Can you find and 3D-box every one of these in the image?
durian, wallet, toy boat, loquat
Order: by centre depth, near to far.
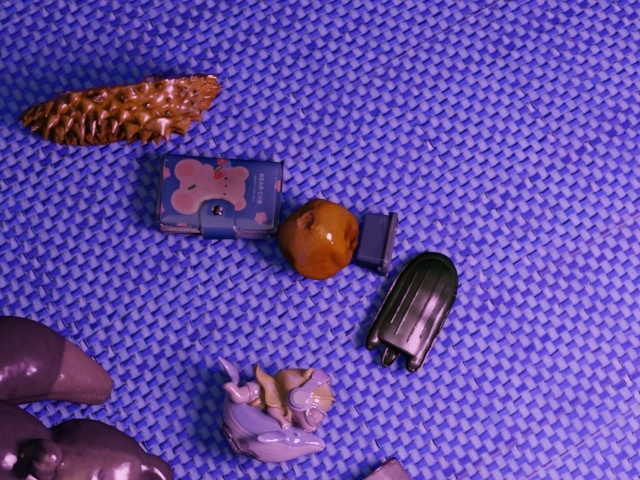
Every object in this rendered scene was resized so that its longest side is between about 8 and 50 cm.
[{"bbox_3d":[0.000,0.000,1.913,0.137,0.137,0.113,-39,46,-12],"label":"loquat"},{"bbox_3d":[-0.314,-0.199,1.929,0.341,0.191,0.112,-9,103,-7],"label":"durian"},{"bbox_3d":[0.152,0.110,1.935,0.104,0.052,0.210,27,75,6],"label":"toy boat"},{"bbox_3d":[-0.162,-0.068,1.955,0.202,0.059,0.141,3,70,-4],"label":"wallet"}]

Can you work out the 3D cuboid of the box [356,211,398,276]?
[{"bbox_3d":[0.091,0.003,1.948,0.054,0.074,0.099,10,75,9],"label":"box"}]

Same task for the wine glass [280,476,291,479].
[{"bbox_3d":[-0.020,0.434,1.834,0.155,0.072,0.072,41,77,7],"label":"wine glass"}]

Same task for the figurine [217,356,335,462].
[{"bbox_3d":[-0.074,0.251,1.849,0.208,0.128,0.184,43,75,12],"label":"figurine"}]

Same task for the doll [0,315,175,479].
[{"bbox_3d":[-0.366,0.286,1.741,0.382,0.252,0.379,22,56,-26],"label":"doll"}]

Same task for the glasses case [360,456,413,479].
[{"bbox_3d":[0.157,0.481,1.837,0.114,0.060,0.299,-35,81,-11],"label":"glasses case"}]
